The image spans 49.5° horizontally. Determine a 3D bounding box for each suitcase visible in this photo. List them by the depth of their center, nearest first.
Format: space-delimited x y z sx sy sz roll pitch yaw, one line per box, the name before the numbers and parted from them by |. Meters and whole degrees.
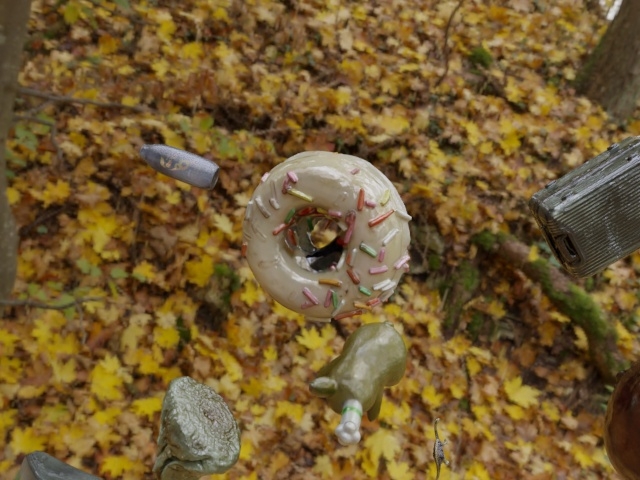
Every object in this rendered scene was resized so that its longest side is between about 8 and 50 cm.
suitcase | 0.601 -0.073 1.425 0.202 0.312 0.128 55 6 -21

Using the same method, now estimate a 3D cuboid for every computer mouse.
computer mouse | -0.613 0.643 1.665 0.371 0.188 0.122 17 15 24

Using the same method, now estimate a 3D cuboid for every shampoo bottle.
shampoo bottle | -0.401 -0.215 1.967 0.234 0.087 0.049 22 -3 11

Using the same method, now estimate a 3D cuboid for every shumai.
shumai | -0.410 0.597 2.058 0.304 0.263 0.309 46 15 1

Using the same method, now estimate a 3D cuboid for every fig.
fig | 0.452 0.215 0.839 0.235 0.235 0.214 6 43 -31

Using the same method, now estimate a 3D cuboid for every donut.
donut | 0.000 0.000 1.465 0.383 0.382 0.142 19 20 17

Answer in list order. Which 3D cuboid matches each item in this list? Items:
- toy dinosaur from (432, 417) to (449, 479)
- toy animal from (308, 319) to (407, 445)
toy dinosaur | 0.313 0.561 1.819 0.058 0.180 0.037 20 -29 -40
toy animal | 0.078 0.347 1.670 0.181 0.180 0.363 33 46 12
